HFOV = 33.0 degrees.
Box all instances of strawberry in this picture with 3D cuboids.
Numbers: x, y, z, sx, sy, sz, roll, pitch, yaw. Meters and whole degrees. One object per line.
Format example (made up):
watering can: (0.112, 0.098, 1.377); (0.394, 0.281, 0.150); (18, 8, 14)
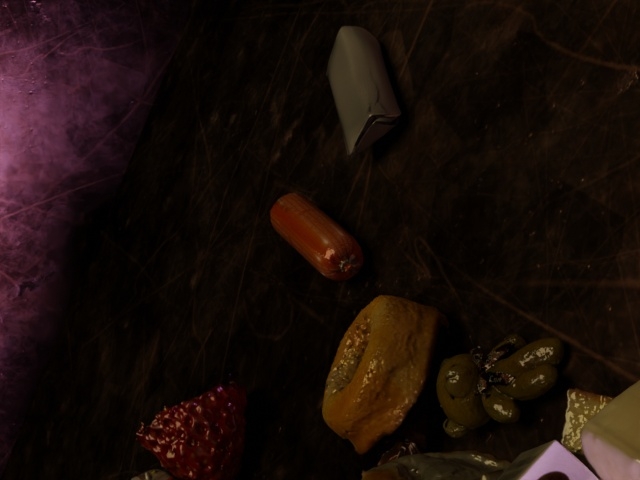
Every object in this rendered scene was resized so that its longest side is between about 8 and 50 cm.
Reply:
strawberry: (-0.209, 0.386, 2.051); (0.234, 0.234, 0.178); (-47, 65, 35)

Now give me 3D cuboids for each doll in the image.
doll: (0.232, 0.183, 1.457); (0.209, 0.097, 0.137); (-33, 38, 40)

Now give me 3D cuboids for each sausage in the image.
sausage: (0.000, 0.000, 1.993); (0.093, 0.093, 0.312); (-64, 29, 9)

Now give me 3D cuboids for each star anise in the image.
star anise: (0.121, 0.314, 1.599); (0.157, 0.053, 0.212); (-40, 40, 41)

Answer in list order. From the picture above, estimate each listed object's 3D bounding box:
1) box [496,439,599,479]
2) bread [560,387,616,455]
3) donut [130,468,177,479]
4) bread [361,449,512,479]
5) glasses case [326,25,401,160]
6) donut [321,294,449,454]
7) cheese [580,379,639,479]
box: (0.161, 0.322, 1.098); (0.256, 0.069, 0.164); (-44, -10, -13)
bread: (0.343, 0.221, 1.245); (0.109, 0.080, 0.084); (-3, 70, 62)
donut: (-0.331, 0.630, 2.080); (0.382, 0.142, 0.383); (-38, 40, 42)
bread: (0.157, 0.396, 1.292); (0.250, 0.225, 0.279); (11, 88, 56)
glasses case: (0.080, -0.279, 2.056); (0.128, 0.083, 0.308); (-56, 30, 34)
donut: (0.093, 0.198, 1.632); (0.253, 0.118, 0.253); (-59, 15, 25)
cheese: (0.411, 0.199, 0.983); (0.265, 0.242, 0.124); (36, 147, 62)
